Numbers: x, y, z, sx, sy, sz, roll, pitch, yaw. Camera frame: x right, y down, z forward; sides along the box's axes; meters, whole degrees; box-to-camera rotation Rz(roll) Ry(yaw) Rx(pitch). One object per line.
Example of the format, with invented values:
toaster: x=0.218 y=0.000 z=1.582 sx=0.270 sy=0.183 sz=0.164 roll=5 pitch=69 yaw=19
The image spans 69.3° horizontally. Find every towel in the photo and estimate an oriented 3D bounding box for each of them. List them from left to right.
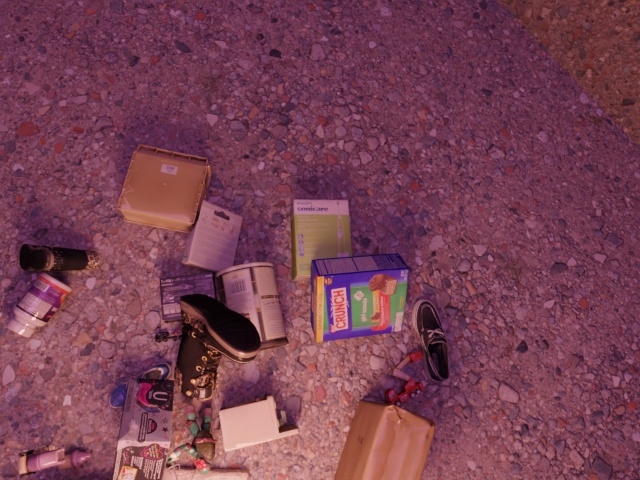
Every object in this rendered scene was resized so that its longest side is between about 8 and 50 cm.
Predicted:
towel: x=-0.366 y=0.812 z=1.447 sx=0.282 sy=0.049 sz=0.187 roll=8 pitch=72 yaw=-7

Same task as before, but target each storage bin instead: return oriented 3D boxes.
storage bin: x=-0.548 y=-0.182 z=1.653 sx=0.262 sy=0.123 sz=0.260 roll=11 pitch=73 yaw=-6

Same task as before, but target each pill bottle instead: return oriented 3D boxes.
pill bottle: x=-0.905 y=0.208 z=1.486 sx=0.108 sy=0.108 sz=0.193 roll=32 pitch=72 yaw=0

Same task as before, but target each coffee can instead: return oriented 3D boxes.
coffee can: x=-0.229 y=0.230 z=1.552 sx=0.201 sy=0.201 sz=0.275 roll=-9 pitch=76 yaw=-12

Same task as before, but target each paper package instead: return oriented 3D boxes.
paper package: x=0.186 y=0.673 z=1.438 sx=0.168 sy=0.325 sz=0.309 roll=23 pitch=71 yaw=-3

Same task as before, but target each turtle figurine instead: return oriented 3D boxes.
turtle figurine: x=-0.374 y=0.630 z=1.417 sx=0.118 sy=0.175 sz=0.234 roll=-23 pitch=50 yaw=10

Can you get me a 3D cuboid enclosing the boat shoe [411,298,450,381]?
boat shoe: x=0.410 y=0.358 z=1.683 sx=0.108 sy=0.102 sz=0.301 roll=-3 pitch=75 yaw=-11

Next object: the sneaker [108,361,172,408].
sneaker: x=-0.583 y=0.460 z=1.488 sx=0.211 sy=0.081 sz=0.080 roll=-35 pitch=85 yaw=-16

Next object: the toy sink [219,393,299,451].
toy sink: x=-0.199 y=0.572 z=1.489 sx=0.234 sy=0.153 sz=0.131 roll=-9 pitch=76 yaw=-12

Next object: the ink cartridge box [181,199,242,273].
ink cartridge box: x=-0.374 y=-0.005 z=1.621 sx=0.181 sy=0.056 sz=0.225 roll=25 pitch=64 yaw=-43

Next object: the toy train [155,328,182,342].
toy train: x=-0.480 y=0.320 z=1.575 sx=0.158 sy=0.027 sz=0.036 roll=-5 pitch=65 yaw=-11

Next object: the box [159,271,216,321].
box: x=-0.448 y=0.196 z=1.587 sx=0.180 sy=0.077 sz=0.147 roll=-7 pitch=76 yaw=-12

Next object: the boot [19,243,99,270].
boot: x=-0.872 y=0.061 z=1.539 sx=0.178 sy=0.236 sz=0.085 roll=6 pitch=90 yaw=-52

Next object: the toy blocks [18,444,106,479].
toy blocks: x=-0.637 y=0.708 z=1.303 sx=0.260 sy=0.288 sz=0.309 roll=-13 pitch=75 yaw=-7

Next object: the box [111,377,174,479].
box: x=-0.513 y=0.548 z=1.360 sx=0.142 sy=0.247 sz=0.163 roll=10 pitch=112 yaw=-20

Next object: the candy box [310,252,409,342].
candy box: x=0.128 y=0.195 z=1.601 sx=0.317 sy=0.122 sz=0.268 roll=-4 pitch=117 yaw=-10

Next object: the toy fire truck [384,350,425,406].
toy fire truck: x=0.301 y=0.495 z=1.654 sx=0.192 sy=0.047 sz=0.135 roll=-25 pitch=80 yaw=-15

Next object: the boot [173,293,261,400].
boot: x=-0.329 y=0.352 z=1.409 sx=0.138 sy=0.377 sz=0.284 roll=-2 pitch=109 yaw=-47

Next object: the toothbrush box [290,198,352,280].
toothbrush box: x=0.000 y=0.000 z=1.700 sx=0.206 sy=0.122 sz=0.283 roll=-1 pitch=76 yaw=-11
